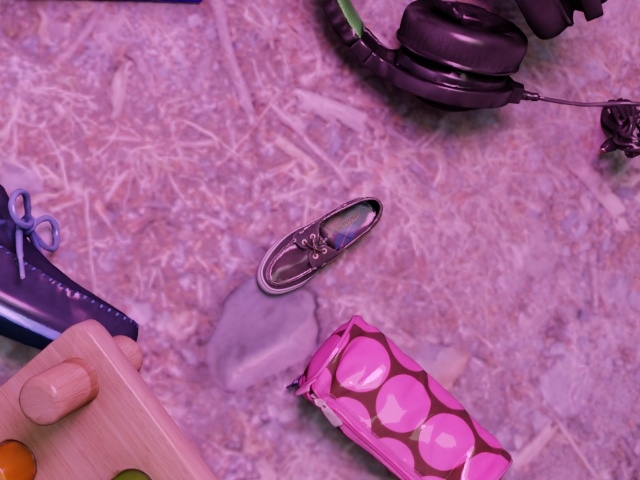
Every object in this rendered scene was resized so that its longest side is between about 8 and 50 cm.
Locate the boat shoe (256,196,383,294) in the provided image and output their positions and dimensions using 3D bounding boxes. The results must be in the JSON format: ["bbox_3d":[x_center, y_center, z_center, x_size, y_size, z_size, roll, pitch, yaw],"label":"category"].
[{"bbox_3d":[0.000,0.000,0.976,0.142,0.040,0.049,-36,91,-18],"label":"boat shoe"}]

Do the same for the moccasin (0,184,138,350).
[{"bbox_3d":[-0.298,-0.007,0.853,0.342,0.137,0.117,29,70,-9],"label":"moccasin"}]

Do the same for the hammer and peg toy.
[{"bbox_3d":[-0.159,0.274,0.781,0.266,0.127,0.361,-38,86,21],"label":"hammer and peg toy"}]

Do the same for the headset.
[{"bbox_3d":[0.177,-0.224,0.991,0.394,0.185,0.243,42,115,-9],"label":"headset"}]

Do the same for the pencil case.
[{"bbox_3d":[0.075,0.169,0.940,0.209,0.095,0.098,40,38,-3],"label":"pencil case"}]
